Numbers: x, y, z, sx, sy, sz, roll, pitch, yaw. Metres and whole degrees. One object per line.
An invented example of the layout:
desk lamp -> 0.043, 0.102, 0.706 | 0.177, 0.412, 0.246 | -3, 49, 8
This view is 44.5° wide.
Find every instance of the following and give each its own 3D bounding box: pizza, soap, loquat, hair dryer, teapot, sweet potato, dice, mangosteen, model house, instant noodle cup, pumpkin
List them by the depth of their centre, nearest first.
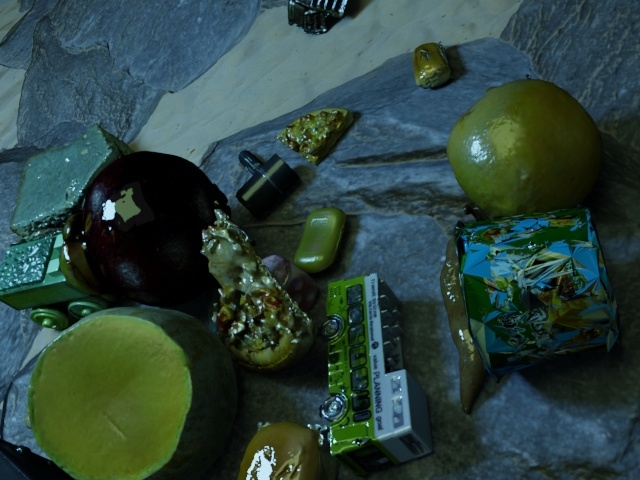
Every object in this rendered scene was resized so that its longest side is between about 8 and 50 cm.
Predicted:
instant noodle cup -> 0.298, 0.062, 1.062 | 0.178, 0.240, 0.240 | -14, 51, 20
sweet potato -> 0.220, 0.117, 1.184 | 0.067, 0.059, 0.281 | -26, 45, 30
loquat -> 0.304, -0.123, 1.191 | 0.243, 0.244, 0.244 | -19, 49, 23
pizza -> -0.102, 0.103, 1.265 | 0.074, 0.288, 0.251 | -27, 24, -32
pumpkin -> -0.322, 0.256, 1.279 | 0.332, 0.199, 0.333 | -3, 77, 14
dice -> -0.069, 0.086, 1.387 | 0.093, 0.094, 0.091 | 26, 75, 43
soap -> 0.001, 0.001, 1.436 | 0.088, 0.045, 0.140 | -1, 56, 31
teapot -> -0.196, 0.146, 1.473 | 0.042, 0.043, 0.111 | -20, 51, 23
mangosteen -> -0.339, -0.006, 1.489 | 0.346, 0.307, 0.307 | -22, 47, 6
pizza -> -0.012, -0.221, 1.609 | 0.174, 0.046, 0.134 | -24, 47, 19
hair dryer -> -0.139, -0.141, 1.634 | 0.124, 0.071, 0.219 | -43, 37, 1
model house -> 0.011, -0.557, 1.823 | 0.152, 0.106, 0.165 | 37, 119, 34

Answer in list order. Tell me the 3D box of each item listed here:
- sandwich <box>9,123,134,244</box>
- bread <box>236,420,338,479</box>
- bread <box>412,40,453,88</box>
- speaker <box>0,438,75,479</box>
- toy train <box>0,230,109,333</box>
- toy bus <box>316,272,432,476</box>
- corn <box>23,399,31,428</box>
sandwich -> -0.586, -0.137, 1.897 | 0.325, 0.131, 0.262 | -21, 47, 21
bread -> -0.059, 0.390, 1.146 | 0.136, 0.107, 0.241 | -6, 56, 29
bread -> 0.216, -0.346, 1.538 | 0.072, 0.053, 0.106 | -19, 44, 18
speaker -> -0.456, 0.462, 1.269 | 0.232, 0.254, 0.184 | 18, 71, 43
toy train -> -0.553, 0.085, 1.666 | 0.271, 0.188, 0.159 | -11, 54, 27
toy bus -> 0.078, 0.194, 1.195 | 0.139, 0.113, 0.302 | -18, 48, 19
corn -> -0.403, 0.282, 1.457 | 0.346, 0.130, 0.130 | -23, 48, 14
